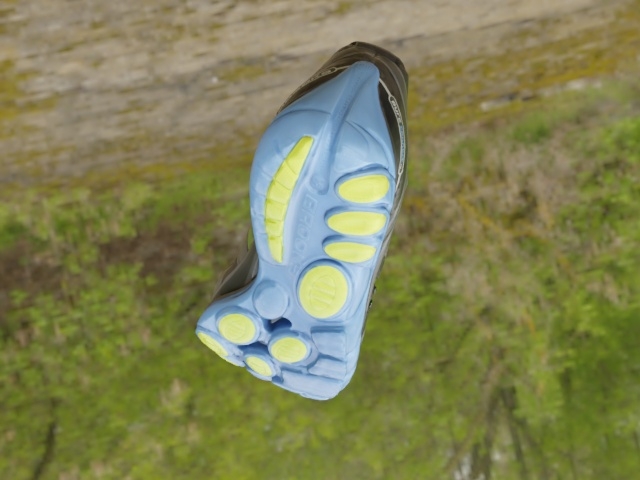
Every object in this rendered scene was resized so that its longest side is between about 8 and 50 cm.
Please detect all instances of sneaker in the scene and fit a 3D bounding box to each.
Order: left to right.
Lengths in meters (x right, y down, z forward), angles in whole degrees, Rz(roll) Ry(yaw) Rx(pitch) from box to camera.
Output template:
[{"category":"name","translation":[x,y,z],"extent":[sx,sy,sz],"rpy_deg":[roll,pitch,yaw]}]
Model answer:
[{"category":"sneaker","translation":[0.000,0.000,0.489],"extent":[0.188,0.067,0.078],"rpy_deg":[109,7,-52]}]
